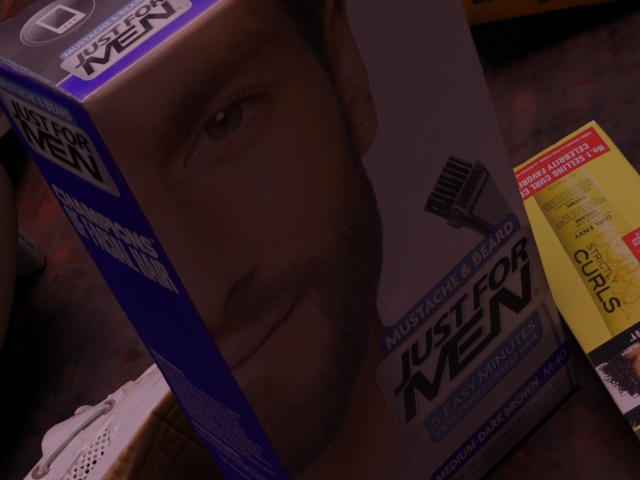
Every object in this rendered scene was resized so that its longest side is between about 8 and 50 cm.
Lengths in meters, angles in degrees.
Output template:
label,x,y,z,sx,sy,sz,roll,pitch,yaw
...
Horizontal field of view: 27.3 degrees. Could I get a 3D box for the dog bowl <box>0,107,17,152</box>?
label,x,y,z,sx,sy,sz,roll,pitch,yaw
dog bowl,-0.473,-0.131,1.121,0.408,0.150,0.408,-7,23,3

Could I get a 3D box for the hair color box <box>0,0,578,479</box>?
label,x,y,z,sx,sy,sz,roll,pitch,yaw
hair color box,0.000,0.000,0.648,0.185,0.339,0.110,-41,39,-20

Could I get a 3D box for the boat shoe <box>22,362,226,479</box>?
label,x,y,z,sx,sy,sz,roll,pitch,yaw
boat shoe,-0.121,0.131,0.760,0.096,0.098,0.277,18,56,41

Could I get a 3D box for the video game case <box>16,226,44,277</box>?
label,x,y,z,sx,sy,sz,roll,pitch,yaw
video game case,-0.338,0.010,0.958,0.212,0.193,0.023,-19,63,7

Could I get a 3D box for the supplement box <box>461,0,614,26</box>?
label,x,y,z,sx,sy,sz,roll,pitch,yaw
supplement box,0.143,-0.346,1.071,0.194,0.195,0.356,-11,36,-9

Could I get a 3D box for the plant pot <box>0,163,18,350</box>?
label,x,y,z,sx,sy,sz,roll,pitch,yaw
plant pot,-0.325,0.069,0.842,0.284,0.284,0.191,-20,63,7

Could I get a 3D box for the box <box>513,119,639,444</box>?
label,x,y,z,sx,sy,sz,roll,pitch,yaw
box,0.175,0.026,0.742,0.087,0.058,0.232,-31,35,8
